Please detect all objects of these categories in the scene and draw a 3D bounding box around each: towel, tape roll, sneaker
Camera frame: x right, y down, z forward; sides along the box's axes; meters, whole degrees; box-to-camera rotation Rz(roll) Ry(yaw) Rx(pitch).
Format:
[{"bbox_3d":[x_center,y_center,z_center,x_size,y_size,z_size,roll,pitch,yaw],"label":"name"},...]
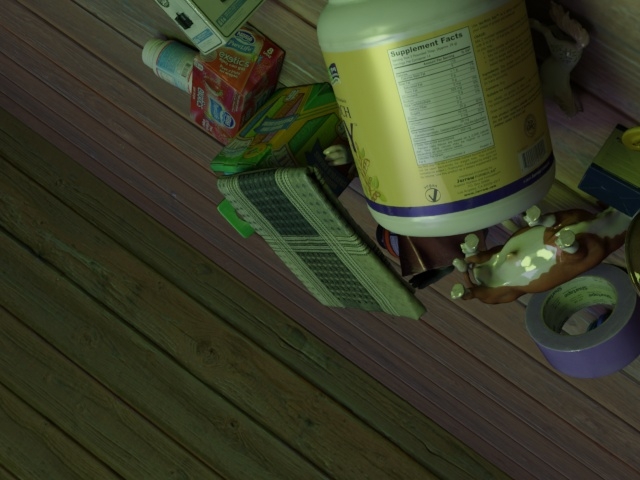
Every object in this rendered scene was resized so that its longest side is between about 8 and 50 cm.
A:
[{"bbox_3d":[0.000,0.000,1.212,0.324,0.056,0.312,50,156,-22],"label":"towel"},{"bbox_3d":[0.451,0.133,1.234,0.189,0.189,0.080,11,147,52],"label":"tape roll"},{"bbox_3d":[0.535,0.182,1.399,0.059,0.053,0.144,27,157,34],"label":"sneaker"}]

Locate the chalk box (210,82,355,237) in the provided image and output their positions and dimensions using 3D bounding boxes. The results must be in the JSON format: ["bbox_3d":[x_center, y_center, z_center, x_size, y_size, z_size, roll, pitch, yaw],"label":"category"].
[{"bbox_3d":[-0.071,-0.135,1.392,0.179,0.289,0.180,9,146,54],"label":"chalk box"}]

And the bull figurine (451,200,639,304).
[{"bbox_3d":[0.331,0.011,1.064,0.188,0.101,0.310,11,142,-45],"label":"bull figurine"}]

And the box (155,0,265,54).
[{"bbox_3d":[-0.211,-0.453,1.112,0.290,0.169,0.087,47,159,-22],"label":"box"}]

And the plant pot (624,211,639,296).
[{"bbox_3d":[0.509,0.011,0.923,0.167,0.167,0.165,41,153,-8],"label":"plant pot"}]

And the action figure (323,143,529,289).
[{"bbox_3d":[0.167,-0.120,1.170,0.248,0.275,0.370,-63,-44,-71],"label":"action figure"}]

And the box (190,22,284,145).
[{"bbox_3d":[-0.169,-0.302,1.434,0.122,0.128,0.257,38,160,1],"label":"box"}]

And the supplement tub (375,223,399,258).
[{"bbox_3d":[0.198,-0.011,1.480,0.106,0.106,0.198,48,159,-25],"label":"supplement tub"}]

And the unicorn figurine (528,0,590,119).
[{"bbox_3d":[0.292,-0.216,0.923,0.111,0.060,0.162,37,164,16],"label":"unicorn figurine"}]

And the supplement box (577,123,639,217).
[{"bbox_3d":[0.404,-0.093,0.967,0.083,0.083,0.056,32,159,15],"label":"supplement box"}]

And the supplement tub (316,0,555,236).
[{"bbox_3d":[0.134,-0.196,0.872,0.241,0.241,0.331,11,126,52],"label":"supplement tub"}]

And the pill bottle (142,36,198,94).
[{"bbox_3d":[-0.302,-0.375,1.564,0.160,0.087,0.087,31,159,21],"label":"pill bottle"}]

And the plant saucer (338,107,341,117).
[{"bbox_3d":[0.042,-0.305,1.049,0.045,0.188,0.188,-3,153,3],"label":"plant saucer"}]

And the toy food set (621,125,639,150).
[{"bbox_3d":[0.461,-0.129,0.832,0.128,0.071,0.218,22,176,-39],"label":"toy food set"}]
